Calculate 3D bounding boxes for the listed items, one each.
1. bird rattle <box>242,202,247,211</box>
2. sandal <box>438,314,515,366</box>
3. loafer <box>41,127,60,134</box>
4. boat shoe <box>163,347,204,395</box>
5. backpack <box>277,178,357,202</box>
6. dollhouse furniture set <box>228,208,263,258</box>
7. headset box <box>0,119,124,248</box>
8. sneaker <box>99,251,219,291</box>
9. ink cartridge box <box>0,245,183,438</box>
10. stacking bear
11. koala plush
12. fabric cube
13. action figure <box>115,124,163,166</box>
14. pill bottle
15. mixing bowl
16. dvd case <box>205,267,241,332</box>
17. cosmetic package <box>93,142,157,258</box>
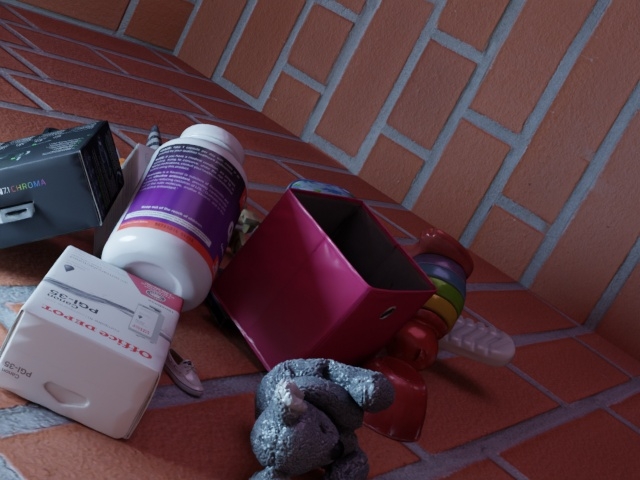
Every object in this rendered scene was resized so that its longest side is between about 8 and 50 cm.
[{"bbox_3d":[-0.282,-0.134,2.471,0.207,0.143,0.253,43,4,10],"label":"bird rattle"},{"bbox_3d":[0.236,0.215,2.177,0.416,0.102,0.169,21,26,21],"label":"sandal"},{"bbox_3d":[-0.614,-0.208,2.100,0.078,0.076,0.223,23,16,-24],"label":"loafer"},{"bbox_3d":[-0.214,0.205,1.491,0.100,0.035,0.035,38,17,36],"label":"boat shoe"},{"bbox_3d":[0.000,0.000,2.239,0.290,0.274,0.355,7,5,-9],"label":"backpack"},{"bbox_3d":[-0.206,-0.005,2.079,0.123,0.144,0.151,16,33,-26],"label":"dollhouse furniture set"},{"bbox_3d":[-0.480,-0.092,1.591,0.246,0.131,0.283,-13,18,0],"label":"headset box"},{"bbox_3d":[-0.271,0.077,1.714,0.135,0.098,0.276,47,17,31],"label":"sneaker"},{"bbox_3d":[-0.321,0.137,1.359,0.207,0.117,0.283,27,14,-10],"label":"ink cartridge box"},{"bbox_3d":[0.221,0.148,2.039,0.164,0.175,0.289,32,56,-14],"label":"stacking bear"},{"bbox_3d":[-0.031,0.269,1.343,0.203,0.196,0.221,20,12,16],"label":"koala plush"},{"bbox_3d":[0.006,0.090,1.755,0.259,0.258,0.254,51,23,26],"label":"fabric cube"},{"bbox_3d":[-0.412,-0.142,2.050,0.341,0.179,0.330,20,16,-18],"label":"action figure"},{"bbox_3d":[-0.230,-0.047,1.597,0.181,0.181,0.323,26,48,-9],"label":"pill bottle"},{"bbox_3d":[0.130,0.278,1.754,0.181,0.098,0.181,27,14,-7],"label":"mixing bowl"},{"bbox_3d":[-0.155,0.124,1.897,0.179,0.030,0.239,19,17,-31],"label":"dvd case"},{"bbox_3d":[-0.324,-0.054,1.804,0.151,0.184,0.151,20,43,-30],"label":"cosmetic package"}]
